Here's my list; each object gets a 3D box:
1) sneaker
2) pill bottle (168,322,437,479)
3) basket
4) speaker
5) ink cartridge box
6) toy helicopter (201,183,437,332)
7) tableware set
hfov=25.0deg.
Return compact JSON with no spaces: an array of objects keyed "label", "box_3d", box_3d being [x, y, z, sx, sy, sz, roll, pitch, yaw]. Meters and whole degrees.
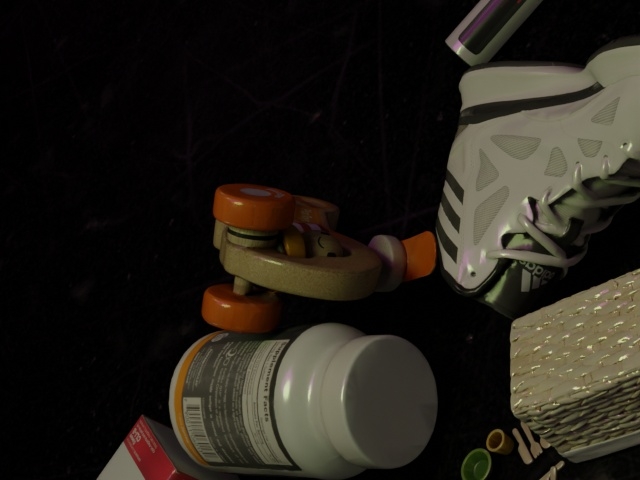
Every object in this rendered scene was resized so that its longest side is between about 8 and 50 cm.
[{"label":"sneaker","box_3d":[0.267,-0.039,1.347,0.447,0.169,0.257,1,74,60]},{"label":"pill bottle","box_3d":[-0.021,0.169,1.510,0.278,0.162,0.162,-7,59,48]},{"label":"basket","box_3d":[0.255,0.109,1.263,0.167,0.103,0.113,-28,44,38]},{"label":"speaker","box_3d":[0.207,-0.261,1.646,0.136,0.055,0.055,-48,36,14]},{"label":"ink cartridge box","box_3d":[-0.185,0.318,1.629,0.176,0.128,0.127,-54,35,5]},{"label":"toy helicopter","box_3d":[0.000,0.000,1.593,0.355,0.235,0.140,-92,9,-77]},{"label":"tableware set","box_3d":[0.182,0.234,1.329,0.104,0.024,0.154,-45,37,19]}]
